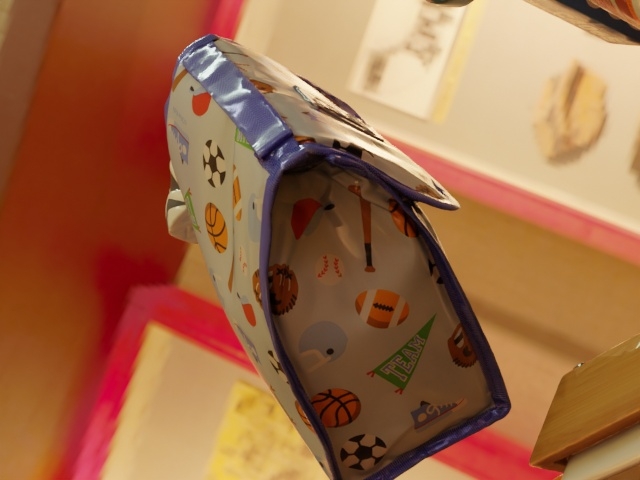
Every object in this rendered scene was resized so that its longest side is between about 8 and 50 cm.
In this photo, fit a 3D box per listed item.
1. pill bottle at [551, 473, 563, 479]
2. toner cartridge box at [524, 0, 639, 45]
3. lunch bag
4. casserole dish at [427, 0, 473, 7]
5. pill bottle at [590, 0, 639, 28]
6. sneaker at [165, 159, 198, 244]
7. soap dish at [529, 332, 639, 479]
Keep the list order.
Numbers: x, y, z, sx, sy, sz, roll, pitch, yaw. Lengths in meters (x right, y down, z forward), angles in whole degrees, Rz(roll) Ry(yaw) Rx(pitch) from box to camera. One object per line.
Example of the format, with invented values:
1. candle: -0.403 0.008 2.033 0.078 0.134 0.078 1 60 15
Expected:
1. pill bottle: 0.274 0.316 1.495 0.130 0.245 0.130 -12 -47 -14
2. toner cartridge box: 0.308 -0.385 2.177 0.348 0.075 0.165 18 -93 -35
3. lunch bag: 0.000 0.000 1.680 0.239 0.328 0.385 -30 -58 -6
4. casserole dish: 0.123 -0.284 1.529 0.037 0.114 0.188 -25 -9 -35
5. pill bottle: 0.278 -0.244 1.424 0.121 0.221 0.121 -5 -68 -14
6. sneaker: -0.100 -0.118 1.954 0.094 0.153 0.235 17 -47 -34
7. soap dish: 0.356 0.152 1.408 0.229 0.291 0.118 -39 44 51
